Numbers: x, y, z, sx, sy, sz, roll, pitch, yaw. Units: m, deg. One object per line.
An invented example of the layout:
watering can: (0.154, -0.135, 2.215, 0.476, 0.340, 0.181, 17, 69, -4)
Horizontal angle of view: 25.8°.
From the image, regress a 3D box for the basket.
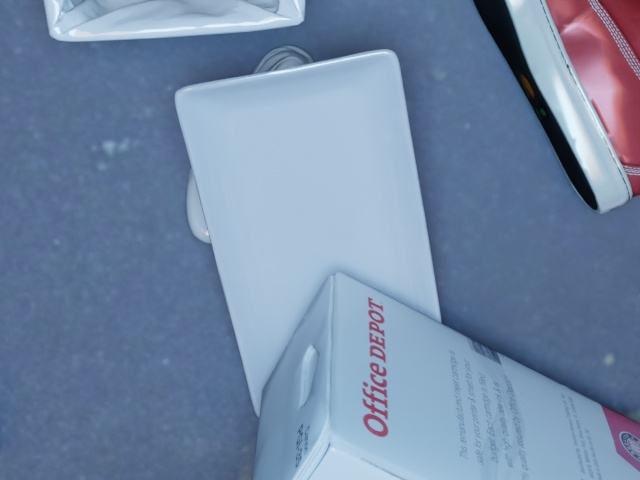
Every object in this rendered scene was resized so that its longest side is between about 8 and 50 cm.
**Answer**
basket: (-0.093, -0.193, 0.917, 0.167, 0.103, 0.113, -3, 101, 2)

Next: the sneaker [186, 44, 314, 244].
sneaker: (-0.052, -0.065, 0.963, 0.053, 0.061, 0.152, 26, 101, -6)

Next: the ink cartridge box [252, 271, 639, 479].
ink cartridge box: (0.101, 0.166, 0.907, 0.283, 0.207, 0.117, 27, 115, -12)

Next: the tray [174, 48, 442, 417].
tray: (0.000, 0.000, 0.952, 0.145, 0.030, 0.270, -11, 120, 2)

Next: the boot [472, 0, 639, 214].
boot: (0.205, -0.164, 0.935, 0.176, 0.088, 0.244, -30, 100, 0)
